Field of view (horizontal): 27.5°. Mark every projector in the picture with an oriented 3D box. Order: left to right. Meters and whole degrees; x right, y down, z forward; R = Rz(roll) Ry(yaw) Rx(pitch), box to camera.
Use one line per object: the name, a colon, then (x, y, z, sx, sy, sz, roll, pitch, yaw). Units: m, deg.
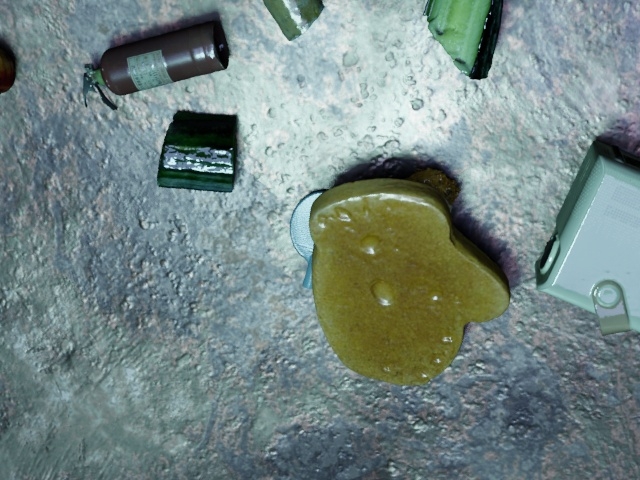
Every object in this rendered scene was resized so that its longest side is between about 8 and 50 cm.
projector: (0.408, 0.006, 1.786, 0.177, 0.163, 0.242, 22, 109, 2)

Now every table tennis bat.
table tennis bat: (0.000, 0.000, 1.923, 0.100, 0.019, 0.155, 14, 109, 4)

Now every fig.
fig: (-0.495, -0.265, 1.881, 0.089, 0.089, 0.125, -30, 82, 17)

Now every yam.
yam: (-0.059, -0.365, 1.773, 0.078, 0.078, 0.179, -27, 103, 17)

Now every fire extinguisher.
fire extinguisher: (-0.242, -0.239, 1.853, 0.231, 0.071, 0.099, -14, 134, 14)

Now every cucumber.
cucumber: (-0.178, -0.121, 1.886, 0.115, 0.062, 0.116, 5, 111, 3)
cucumber: (0.207, -0.320, 1.745, 0.115, 0.085, 0.193, 27, 114, 47)

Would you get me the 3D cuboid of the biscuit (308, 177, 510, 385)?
biscuit: (0.128, 0.059, 1.873, 0.287, 0.057, 0.344, -2, 123, 13)

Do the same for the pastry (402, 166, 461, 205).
pastry: (0.126, -0.050, 1.865, 0.080, 0.056, 0.140, 42, 110, -16)
